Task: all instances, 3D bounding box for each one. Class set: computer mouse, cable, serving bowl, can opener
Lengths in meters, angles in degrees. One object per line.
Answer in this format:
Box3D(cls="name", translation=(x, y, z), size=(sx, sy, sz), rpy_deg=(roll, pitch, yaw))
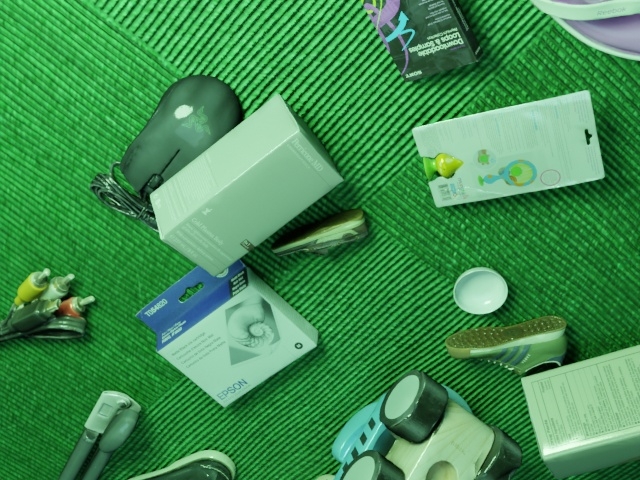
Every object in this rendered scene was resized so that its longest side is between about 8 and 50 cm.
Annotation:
Box3D(cls="computer mouse", translation=(-0.208, -0.112, 1.201), size=(0.188, 0.072, 0.272), rpy_deg=(30, 119, -12))
Box3D(cls="cable", translation=(-0.500, 0.131, 1.398), size=(0.287, 0.072, 0.139), rpy_deg=(-20, 135, 29))
Box3D(cls="serving bowl", translation=(0.249, 0.074, 1.303), size=(0.083, 0.027, 0.083), rpy_deg=(2, 120, 3))
Box3D(cls="can opener", translation=(-0.405, 0.373, 1.504), size=(0.074, 0.093, 0.280), rpy_deg=(27, 124, -12))

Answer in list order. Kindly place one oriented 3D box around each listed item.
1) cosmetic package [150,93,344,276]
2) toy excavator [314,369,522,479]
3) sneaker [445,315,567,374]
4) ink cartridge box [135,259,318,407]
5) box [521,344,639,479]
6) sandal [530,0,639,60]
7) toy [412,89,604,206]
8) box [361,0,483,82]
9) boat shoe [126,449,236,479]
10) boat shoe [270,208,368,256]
Box3D(cls="cosmetic package", translation=(-0.102, -0.074, 1.155), size=(0.238, 0.107, 0.127), rpy_deg=(-36, 136, 13))
Box3D(cls="toy excavator", translation=(0.073, 0.433, 1.440), size=(0.222, 0.445, 0.433), rpy_deg=(36, 76, -15))
Box3D(cls="sneaker", translation=(0.303, 0.183, 1.342), size=(0.192, 0.064, 0.086), rpy_deg=(-11, 115, 8))
Box3D(cls="ink cartridge box", translation=(-0.156, 0.148, 1.369), size=(0.223, 0.045, 0.224), rpy_deg=(-37, 112, 23))
Box3D(cls="box", translation=(0.491, 0.257, 1.311), size=(0.311, 0.148, 0.121), rpy_deg=(-18, 143, 16))
Box3D(cls="sandal", translation=(0.319, -0.334, 1.006), size=(0.416, 0.102, 0.169), rpy_deg=(27, 119, -9))
Box3D(cls="toy", translation=(0.260, -0.132, 1.162), size=(0.237, 0.056, 0.137), rpy_deg=(-12, 123, 17))
Box3D(cls="box", translation=(0.123, -0.287, 1.067), size=(0.116, 0.029, 0.162), rpy_deg=(-9, 126, 42))
Box3D(cls="boat shoe", translation=(-0.305, 0.513, 1.561), size=(0.340, 0.113, 0.127), rpy_deg=(-27, 116, 19))
Box3D(cls="boat shoe", translation=(0.000, 0.000, 1.261), size=(0.152, 0.056, 0.049), rpy_deg=(-19, 113, 15))
